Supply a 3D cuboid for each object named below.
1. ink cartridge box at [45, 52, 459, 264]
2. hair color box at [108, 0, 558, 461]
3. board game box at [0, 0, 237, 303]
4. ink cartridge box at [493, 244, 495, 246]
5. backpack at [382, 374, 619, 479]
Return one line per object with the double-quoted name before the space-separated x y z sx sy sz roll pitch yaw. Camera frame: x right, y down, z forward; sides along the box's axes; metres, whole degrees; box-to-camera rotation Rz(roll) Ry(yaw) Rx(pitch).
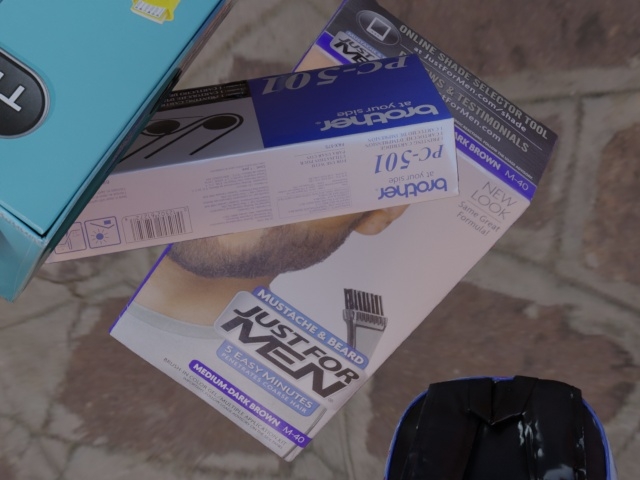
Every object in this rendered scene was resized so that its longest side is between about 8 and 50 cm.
"ink cartridge box" -0.041 -0.044 0.729 0.207 0.097 0.046 -9 118 -4
"hair color box" 0.000 0.000 1.081 0.185 0.110 0.339 36 126 -4
"board game box" -0.142 -0.180 0.639 0.254 0.079 0.336 35 61 -6
"ink cartridge box" 0.078 -0.057 1.634 0.181 0.224 0.056 19 66 41
"backpack" 0.179 0.268 1.397 0.277 0.213 0.263 4 76 10
